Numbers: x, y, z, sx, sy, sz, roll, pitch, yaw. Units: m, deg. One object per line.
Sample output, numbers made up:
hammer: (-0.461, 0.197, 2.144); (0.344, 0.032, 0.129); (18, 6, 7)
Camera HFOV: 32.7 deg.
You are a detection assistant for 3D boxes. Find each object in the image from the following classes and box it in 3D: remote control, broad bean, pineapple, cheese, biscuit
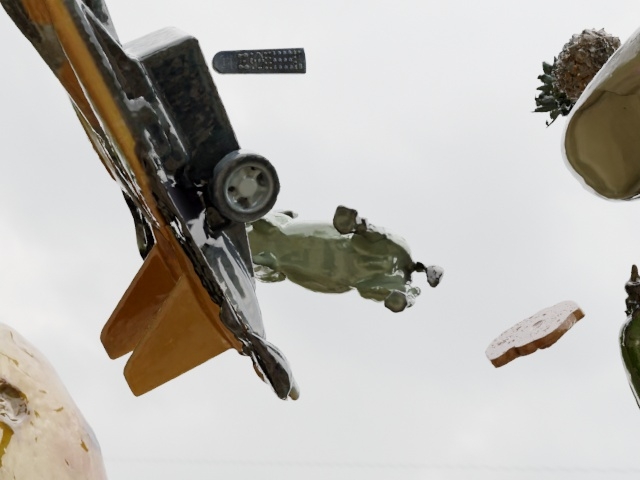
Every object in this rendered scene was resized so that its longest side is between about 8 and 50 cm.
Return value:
remote control: (-0.098, -0.283, 1.726); (0.153, 0.043, 0.027); (-4, -10, -15)
broad bean: (0.329, 0.183, 0.953); (0.061, 0.077, 0.339); (-24, -99, 4)
pineapple: (0.328, -0.211, 1.373); (0.083, 0.103, 0.221); (20, -9, -1)
cheese: (0.274, -0.136, 0.783); (0.082, 0.286, 0.163); (41, -42, 9)
biscuit: (0.255, 0.111, 1.294); (0.130, 0.102, 0.019); (-31, -82, 21)

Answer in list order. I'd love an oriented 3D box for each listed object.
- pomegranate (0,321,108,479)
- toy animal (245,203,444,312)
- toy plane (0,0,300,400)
pomegranate: (-0.363, 0.221, 0.962); (0.343, 0.342, 0.342); (13, -43, 13)
toy animal: (-0.002, 0.005, 0.838); (0.217, 0.073, 0.176); (15, 2, 23)
toy plane: (-0.095, -0.079, 0.532); (0.204, 0.103, 0.316); (35, -37, 60)
